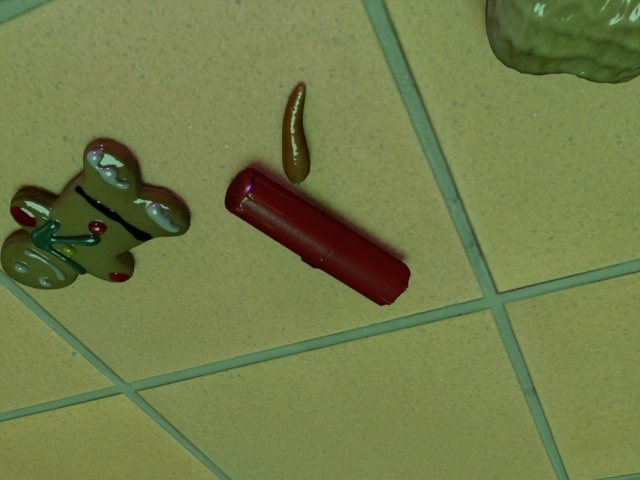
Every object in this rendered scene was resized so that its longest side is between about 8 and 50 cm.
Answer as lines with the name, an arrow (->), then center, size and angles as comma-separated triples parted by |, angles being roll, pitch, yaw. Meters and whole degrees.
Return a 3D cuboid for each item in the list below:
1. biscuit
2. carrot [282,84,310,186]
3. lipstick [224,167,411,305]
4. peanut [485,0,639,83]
biscuit -> -0.323, -0.007, 0.959 | 0.302, 0.049, 0.197 | -27, 127, 27
carrot -> -0.029, -0.121, 0.841 | 0.035, 0.035, 0.142 | 1, 131, 1
lipstick -> 0.000, -0.001, 0.934 | 0.280, 0.073, 0.073 | 32, 128, -27
peanut -> 0.275, -0.234, 0.659 | 0.233, 0.110, 0.196 | 11, 135, -6
